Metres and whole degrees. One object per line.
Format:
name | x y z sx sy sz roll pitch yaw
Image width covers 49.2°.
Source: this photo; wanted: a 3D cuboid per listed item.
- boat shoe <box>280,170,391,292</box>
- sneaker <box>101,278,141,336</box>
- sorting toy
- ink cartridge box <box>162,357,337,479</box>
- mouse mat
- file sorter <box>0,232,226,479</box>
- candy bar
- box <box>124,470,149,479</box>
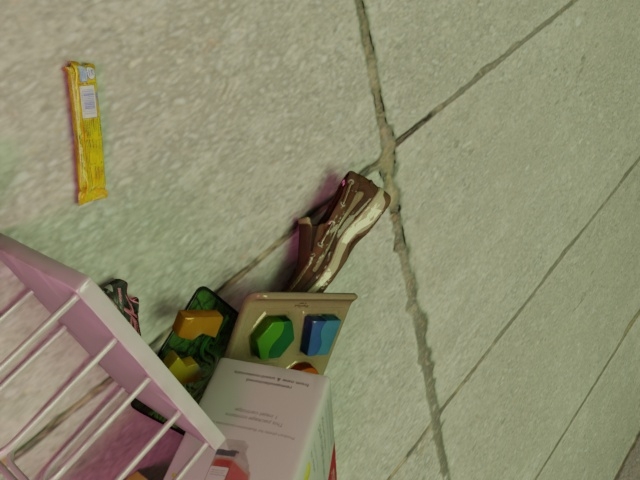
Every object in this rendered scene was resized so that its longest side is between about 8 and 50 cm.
boat shoe | -0.002 0.001 1.095 0.095 0.095 0.257 40 74 -10
sneaker | -0.239 0.098 0.867 0.057 0.047 0.119 -52 138 -42
sorting toy | -0.087 0.172 0.999 0.307 0.041 0.229 5 115 -45
ink cartridge box | -0.101 0.385 0.853 0.385 0.160 0.279 -67 160 -48
mouse mat | -0.173 0.176 0.994 0.190 0.007 0.152 -60 138 -17
file sorter | -0.273 0.164 0.730 0.173 0.192 0.278 -49 134 -25
candy bar | -0.262 -0.120 0.786 0.040 0.018 0.162 -21 116 -49
box | -0.220 0.432 0.956 0.058 0.087 0.232 -33 126 -38
